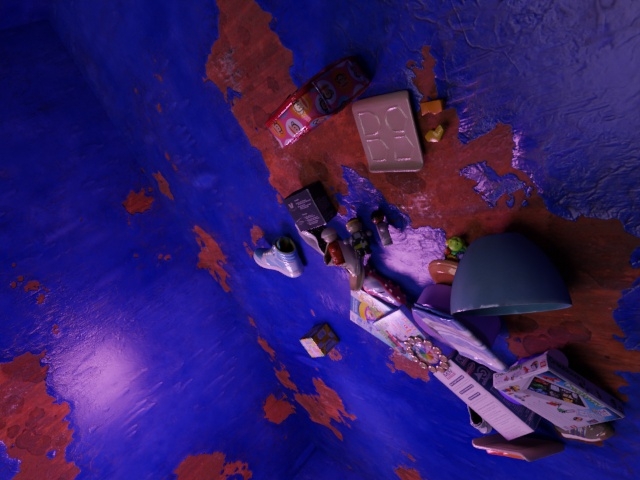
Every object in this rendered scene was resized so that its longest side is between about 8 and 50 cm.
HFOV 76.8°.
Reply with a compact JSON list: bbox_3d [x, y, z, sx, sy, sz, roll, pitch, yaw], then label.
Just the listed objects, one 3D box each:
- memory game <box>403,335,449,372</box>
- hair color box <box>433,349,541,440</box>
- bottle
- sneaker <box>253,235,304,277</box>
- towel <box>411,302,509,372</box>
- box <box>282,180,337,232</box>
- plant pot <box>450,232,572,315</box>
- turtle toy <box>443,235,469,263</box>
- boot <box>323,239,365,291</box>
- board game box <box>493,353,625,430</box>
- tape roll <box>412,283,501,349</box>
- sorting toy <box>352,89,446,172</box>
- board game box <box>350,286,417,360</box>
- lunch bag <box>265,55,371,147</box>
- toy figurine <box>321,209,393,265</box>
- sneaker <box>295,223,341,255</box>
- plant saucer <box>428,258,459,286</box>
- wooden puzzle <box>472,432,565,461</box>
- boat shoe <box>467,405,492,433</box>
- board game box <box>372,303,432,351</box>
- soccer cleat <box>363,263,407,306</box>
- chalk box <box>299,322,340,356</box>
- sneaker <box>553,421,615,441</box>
[{"bbox_3d":[0.399,0.432,1.522,0.186,0.012,0.186,28,141,26],"label":"memory game"},{"bbox_3d":[0.613,0.558,1.498,0.347,0.105,0.174,40,146,18],"label":"hair color box"},{"bbox_3d":[0.683,0.438,1.302,0.118,0.092,0.283,36,145,17],"label":"bottle"},{"bbox_3d":[-0.227,0.047,2.038,0.318,0.127,0.208,16,136,30],"label":"sneaker"},{"bbox_3d":[0.427,0.300,1.245,0.285,0.034,0.209,42,168,-19],"label":"towel"},{"bbox_3d":[-0.043,-0.135,1.625,0.155,0.093,0.158,-16,110,43],"label":"box"},{"bbox_3d":[0.486,0.091,1.079,0.290,0.289,0.196,-29,59,58],"label":"plant pot"},{"bbox_3d":[0.424,0.037,1.257,0.095,0.066,0.130,23,138,37],"label":"turtle toy"},{"bbox_3d":[0.092,0.099,1.573,0.077,0.164,0.214,9,98,57],"label":"boot"},{"bbox_3d":[0.702,0.458,1.200,0.305,0.053,0.193,32,135,-11],"label":"board game box"},{"bbox_3d":[0.454,0.268,1.364,0.274,0.090,0.275,30,156,15],"label":"tape roll"},{"bbox_3d":[0.237,-0.315,1.176,0.307,0.041,0.229,9,124,47],"label":"sorting toy"},{"bbox_3d":[0.279,0.325,1.713,0.335,0.079,0.254,30,142,31],"label":"board game box"},{"bbox_3d":[-0.014,-0.390,1.176,0.120,0.293,0.258,52,148,-10],"label":"lunch bag"},{"bbox_3d":[0.133,-0.017,1.443,0.209,0.212,0.148,-26,84,54],"label":"toy figurine"},{"bbox_3d":[0.000,0.000,1.741,0.271,0.100,0.108,43,157,25],"label":"sneaker"},{"bbox_3d":[0.435,0.129,1.290,0.199,0.037,0.200,28,163,9],"label":"plant saucer"},{"bbox_3d":[0.721,0.758,1.479,0.238,0.220,0.045,-24,66,59],"label":"wooden puzzle"},{"bbox_3d":[0.640,0.718,1.646,0.079,0.081,0.228,8,128,48],"label":"boat shoe"},{"bbox_3d":[0.315,0.348,1.577,0.160,0.039,0.211,47,145,4],"label":"board game box"},{"bbox_3d":[0.237,0.194,1.617,0.248,0.083,0.095,39,118,26],"label":"soccer cleat"},{"bbox_3d":[-0.017,0.567,2.279,0.132,0.132,0.213,53,149,-2],"label":"chalk box"},{"bbox_3d":[0.826,0.589,1.298,0.086,0.064,0.192,44,151,3],"label":"sneaker"}]
